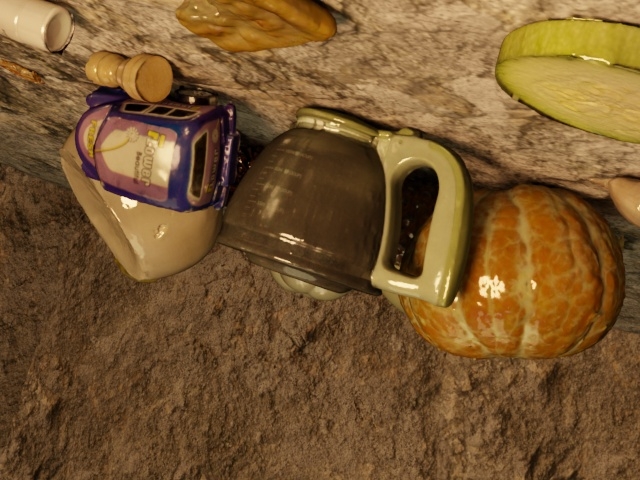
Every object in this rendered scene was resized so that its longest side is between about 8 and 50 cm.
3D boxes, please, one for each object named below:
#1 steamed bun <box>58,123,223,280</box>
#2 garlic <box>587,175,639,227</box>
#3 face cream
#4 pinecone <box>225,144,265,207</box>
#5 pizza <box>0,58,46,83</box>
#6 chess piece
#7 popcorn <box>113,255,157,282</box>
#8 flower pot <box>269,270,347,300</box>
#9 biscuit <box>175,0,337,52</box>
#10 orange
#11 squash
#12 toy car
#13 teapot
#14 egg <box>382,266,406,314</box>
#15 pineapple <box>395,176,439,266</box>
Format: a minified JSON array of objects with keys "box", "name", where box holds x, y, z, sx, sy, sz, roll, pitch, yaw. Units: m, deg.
[{"box":[-0.297,-0.093,1.501,0.324,0.206,0.324,46,157,26],"name":"steamed bun"},{"box":[0.407,-0.039,1.050,0.152,0.066,0.084,14,176,-1],"name":"garlic"},{"box":[-0.417,-0.291,1.052,0.244,0.058,0.092,21,180,14],"name":"face cream"},{"box":[-0.124,-0.109,1.554,0.140,0.140,0.121,16,164,5],"name":"pinecone"},{"box":[-0.511,-0.290,1.484,0.083,0.016,0.037,24,172,-28],"name":"pizza"},{"box":[-0.265,-0.227,1.175,0.122,0.066,0.066,18,176,34],"name":"chess piece"},{"box":[-0.389,-0.069,1.916,0.294,0.292,0.334,22,169,-6],"name":"popcorn"},{"box":[0.000,0.000,1.725,0.246,0.246,0.195,14,175,23],"name":"flower pot"},{"box":[-0.094,-0.226,0.817,0.174,0.039,0.183,19,173,-36],"name":"biscuit"},{"box":[0.273,0.050,1.252,0.329,0.249,0.329,4,172,0],"name":"orange"},{"box":[0.258,-0.134,0.754,0.219,0.041,0.219,20,177,1],"name":"squash"},{"box":[-0.243,-0.131,1.214,0.235,0.172,0.158,13,-162,13],"name":"toy car"},{"box":[0.025,-0.053,1.146,0.240,0.239,0.322,20,178,-34],"name":"teapot"},{"box":[0.255,0.074,1.715,0.296,0.218,0.218,5,173,4],"name":"egg"},{"box":[0.135,-0.030,1.421,0.193,0.166,0.166,15,175,-16],"name":"pineapple"}]
